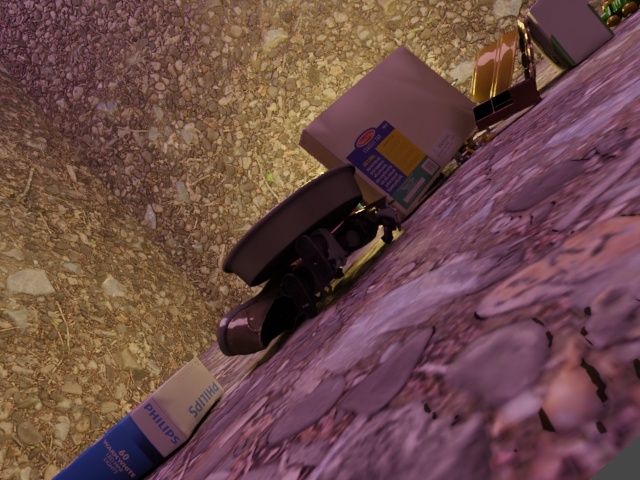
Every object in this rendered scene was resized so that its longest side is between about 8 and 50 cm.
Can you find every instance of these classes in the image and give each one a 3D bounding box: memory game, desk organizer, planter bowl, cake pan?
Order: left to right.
[{"bbox_3d":[-0.037,-0.018,0.715,0.293,0.054,0.293,-39,-6,-5],"label":"cake pan"},{"bbox_3d":[0.435,-0.420,1.031,0.217,0.090,0.218,8,-90,-71],"label":"planter bowl"},{"bbox_3d":[0.387,-0.285,0.853,0.130,0.050,0.047,-24,11,36],"label":"desk organizer"},{"bbox_3d":[0.485,-0.432,0.952,0.012,0.187,0.186,-11,14,24],"label":"memory game"}]

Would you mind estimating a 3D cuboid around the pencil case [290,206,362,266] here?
[{"bbox_3d":[0.000,0.000,1.212,0.386,0.167,0.160,140,146,-70],"label":"pencil case"}]

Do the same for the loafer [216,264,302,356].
[{"bbox_3d":[-0.063,0.119,0.694,0.087,0.095,0.251,1,24,32],"label":"loafer"}]

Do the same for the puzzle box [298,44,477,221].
[{"bbox_3d":[0.175,-0.254,0.906,0.409,0.272,0.052,-47,-3,-29],"label":"puzzle box"}]

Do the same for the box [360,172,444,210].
[{"bbox_3d":[0.194,-0.126,1.001,0.156,0.093,0.158,-41,2,-10],"label":"box"}]

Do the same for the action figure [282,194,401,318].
[{"bbox_3d":[0.044,0.011,0.709,0.185,0.099,0.285,-49,-8,36],"label":"action figure"}]

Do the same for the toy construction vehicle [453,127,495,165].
[{"bbox_3d":[0.340,-0.216,0.909,0.098,0.035,0.086,-41,1,25],"label":"toy construction vehicle"}]

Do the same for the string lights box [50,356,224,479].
[{"bbox_3d":[-0.277,0.299,0.597,0.259,0.077,0.133,-41,-1,10],"label":"string lights box"}]

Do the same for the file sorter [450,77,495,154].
[{"bbox_3d":[0.365,-0.328,1.090,0.104,0.170,0.118,-38,1,5],"label":"file sorter"}]

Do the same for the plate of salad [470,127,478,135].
[{"bbox_3d":[0.532,-0.400,1.509,0.199,0.048,0.200,-41,1,1],"label":"plate of salad"}]

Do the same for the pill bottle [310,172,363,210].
[{"bbox_3d":[0.060,-0.132,1.555,0.146,0.264,0.146,-41,0,0],"label":"pill bottle"}]

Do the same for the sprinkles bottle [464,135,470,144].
[{"bbox_3d":[0.333,-0.272,1.344,0.121,0.121,0.355,-41,1,-28],"label":"sprinkles bottle"}]

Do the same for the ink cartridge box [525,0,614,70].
[{"bbox_3d":[0.555,-0.485,0.934,0.092,0.160,0.219,-40,0,27],"label":"ink cartridge box"}]

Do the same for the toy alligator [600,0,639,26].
[{"bbox_3d":[0.699,-0.536,0.970,0.051,0.056,0.189,3,-17,-17],"label":"toy alligator"}]
